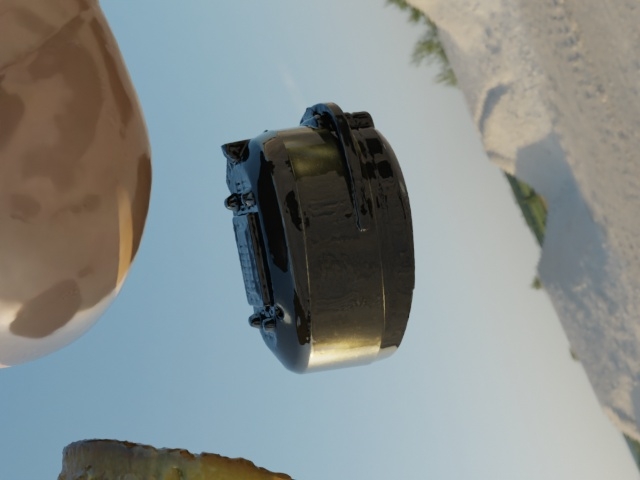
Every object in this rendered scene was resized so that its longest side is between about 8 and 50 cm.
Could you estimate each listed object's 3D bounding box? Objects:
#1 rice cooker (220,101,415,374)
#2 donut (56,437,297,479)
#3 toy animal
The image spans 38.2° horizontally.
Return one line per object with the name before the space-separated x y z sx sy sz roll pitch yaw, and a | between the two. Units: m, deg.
rice cooker | 0.000 0.000 0.576 0.112 0.106 0.165 169 86 -74
donut | -0.059 0.140 0.434 0.152 0.151 0.058 52 -132 -50
toy animal | -0.167 -0.062 0.462 0.154 0.166 0.250 -4 -102 -37
